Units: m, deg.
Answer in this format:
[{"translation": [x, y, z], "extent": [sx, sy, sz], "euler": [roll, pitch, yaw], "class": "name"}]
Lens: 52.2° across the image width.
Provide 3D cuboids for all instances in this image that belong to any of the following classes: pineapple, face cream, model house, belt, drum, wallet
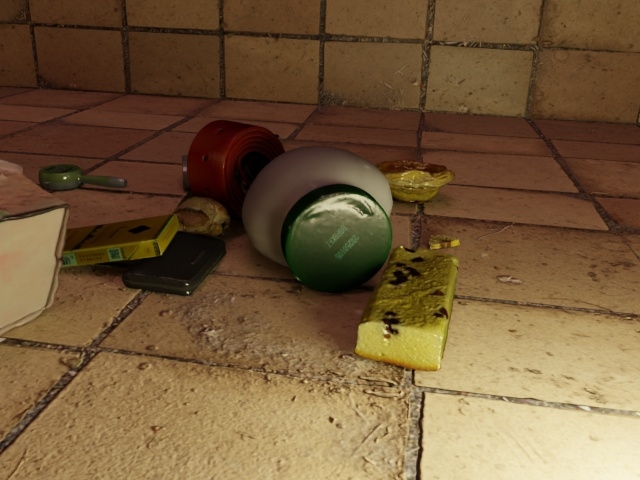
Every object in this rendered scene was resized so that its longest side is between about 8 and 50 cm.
[{"translation": [0.279, 0.002, 1.508], "extent": [0.083, 0.019, 0.045], "euler": [-8, 26, -18], "class": "pineapple"}, {"translation": [-0.005, -0.066, 1.356], "extent": [0.313, 0.219, 0.357], "euler": [-18, 27, -6], "class": "face cream"}, {"translation": [-0.570, -0.003, 1.052], "extent": [0.237, 0.236, 0.202], "euler": [32, 31, 18], "class": "model house"}, {"translation": [-0.180, -0.159, 1.562], "extent": [0.115, 0.227, 0.324], "euler": [16, -9, 26], "class": "belt"}, {"translation": [-0.662, -0.177, 1.840], "extent": [0.253, 0.049, 0.130], "euler": [1, 21, -2], "class": "drum"}, {"translation": [-0.286, 0.040, 1.329], "extent": [0.149, 0.044, 0.250], "euler": [9, 22, 8], "class": "wallet"}]

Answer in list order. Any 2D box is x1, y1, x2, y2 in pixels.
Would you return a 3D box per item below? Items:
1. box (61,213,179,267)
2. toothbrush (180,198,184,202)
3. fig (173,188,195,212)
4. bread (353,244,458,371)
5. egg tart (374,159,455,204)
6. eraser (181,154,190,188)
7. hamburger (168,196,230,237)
[{"translation": [-0.445, 0.003, 1.346], "extent": [0.279, 0.040, 0.153], "euler": [-7, 20, 6], "class": "box"}, {"translation": [-0.235, -0.128, 1.793], "extent": [0.321, 0.023, 0.031], "euler": [-11, 22, -32], "class": "toothbrush"}, {"translation": [-0.293, -0.117, 1.664], "extent": [0.178, 0.117, 0.117], "euler": [-19, 28, -21], "class": "fig"}, {"translation": [0.164, 0.103, 1.156], "extent": [0.138, 0.077, 0.361], "euler": [8, 22, 13], "class": "bread"}, {"translation": [0.254, -0.165, 1.822], "extent": [0.241, 0.105, 0.241], "euler": [1, 18, 0], "class": "egg tart"}, {"translation": [-0.287, -0.204, 1.905], "extent": [0.227, 0.081, 0.174], "euler": [-3, 18, -11], "class": "eraser"}, {"translation": [-0.256, -0.050, 1.471], "extent": [0.176, 0.087, 0.102], "euler": [-5, -13, 43], "class": "hamburger"}]
